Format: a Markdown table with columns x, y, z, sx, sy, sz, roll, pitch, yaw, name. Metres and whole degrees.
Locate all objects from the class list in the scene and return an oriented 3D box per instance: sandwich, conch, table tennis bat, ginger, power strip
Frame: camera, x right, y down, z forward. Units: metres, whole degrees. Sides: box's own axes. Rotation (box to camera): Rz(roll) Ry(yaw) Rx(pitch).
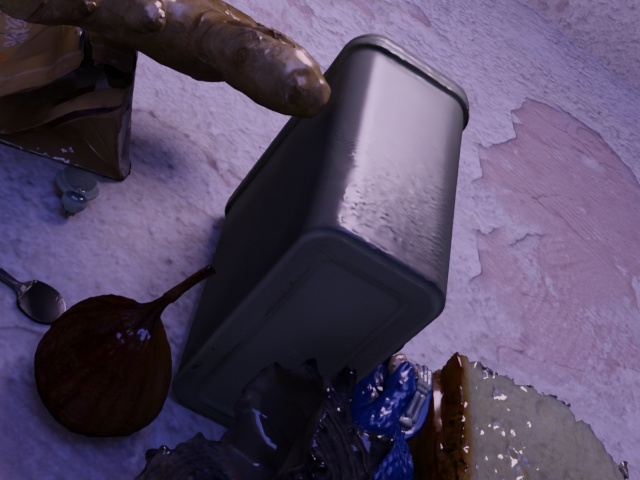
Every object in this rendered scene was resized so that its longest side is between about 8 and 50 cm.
| x | y | z | sx | sy | sz | roll | pitch | yaw | name |
| --- | --- | --- | --- | --- | --- | --- | --- | --- | --- |
| 0.257 | 0.318 | 1.054 | 0.325 | 0.131 | 0.262 | 25 | 38 | -16 | sandwich |
| -0.062 | 0.242 | 0.765 | 0.240 | 0.313 | 0.186 | 33 | -3 | 26 | conch |
| -0.312 | 0.058 | 0.910 | 0.083 | 0.007 | 0.050 | 37 | 37 | -9 | table tennis bat |
| -0.170 | -0.257 | 0.984 | 0.348 | 0.122 | 0.363 | 27 | 17 | -16 | ginger |
| -0.298 | -0.058 | 1.028 | 0.055 | 0.035 | 0.083 | 23 | 27 | -23 | power strip |

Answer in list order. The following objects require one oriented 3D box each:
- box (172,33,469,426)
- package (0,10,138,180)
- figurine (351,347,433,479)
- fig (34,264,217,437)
| x | y | z | sx | sy | sz | roll | pitch | yaw | name |
| --- | --- | --- | --- | --- | --- | --- | --- | --- | --- |
| 0.000 | 0.000 | 0.966 | 0.177 | 0.352 | 0.344 | 31 | 40 | -15 | box |
| -0.315 | -0.264 | 1.103 | 0.221 | 0.165 | 0.311 | 19 | 41 | -27 | package |
| 0.050 | 0.213 | 0.939 | 0.164 | 0.120 | 0.262 | 58 | 40 | -57 | figurine |
| -0.183 | 0.101 | 0.827 | 0.133 | 0.201 | 0.146 | 2 | 57 | -52 | fig |
